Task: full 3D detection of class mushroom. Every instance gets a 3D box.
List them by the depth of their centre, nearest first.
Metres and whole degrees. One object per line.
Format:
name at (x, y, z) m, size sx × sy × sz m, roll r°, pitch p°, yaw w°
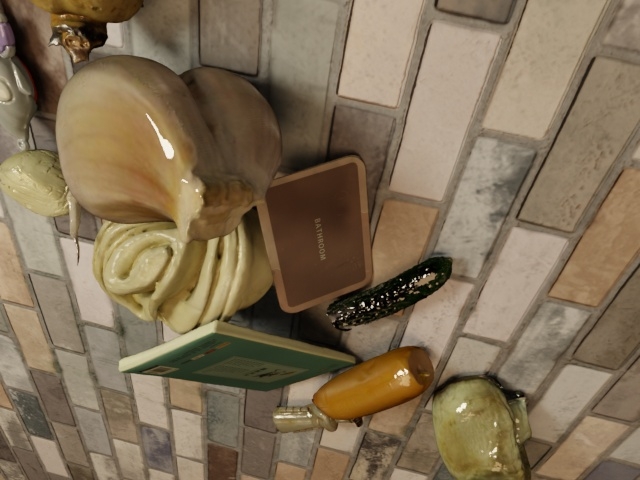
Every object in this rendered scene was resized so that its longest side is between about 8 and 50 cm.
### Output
mushroom at (0.321, 0.411, 1.021) m, size 0.189 × 0.164 × 0.267 m, roll -4°, pitch 127°, yaw 17°

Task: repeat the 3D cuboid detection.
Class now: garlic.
garlic at (-0.210, -0.120, 0.695) m, size 0.340 × 0.231 × 0.246 m, roll -9°, pitch 100°, yaw 40°

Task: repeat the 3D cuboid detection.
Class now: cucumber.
cucumber at (0.125, 0.094, 0.881) m, size 0.245 × 0.067 × 0.067 m, roll -26°, pitch 118°, yaw 30°

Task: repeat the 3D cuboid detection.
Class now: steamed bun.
steamed bun at (-0.225, 0.045, 0.842) m, size 0.289 × 0.203 × 0.276 m, roll 24°, pitch 131°, yaw -6°
steamed bun at (-0.458, -0.103, 0.854) m, size 0.112 × 0.091 × 0.130 m, roll -13°, pitch 139°, yaw 36°

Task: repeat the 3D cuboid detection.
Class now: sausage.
sausage at (0.084, 0.303, 1.037) m, size 0.112 × 0.112 × 0.328 m, roll 41°, pitch 130°, yaw -18°

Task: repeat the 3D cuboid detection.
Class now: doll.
doll at (-0.472, -0.244, 0.761) m, size 0.102 × 0.075 × 0.228 m, roll 16°, pitch 121°, yaw 24°

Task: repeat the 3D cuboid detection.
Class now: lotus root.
lotus root at (-0.270, -0.345, 0.581) m, size 0.154 × 0.140 × 0.257 m, roll 4°, pitch 128°, yaw -26°

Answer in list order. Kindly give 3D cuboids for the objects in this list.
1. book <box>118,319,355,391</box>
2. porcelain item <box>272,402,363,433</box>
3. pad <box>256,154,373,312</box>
book at (-0.142, 0.234, 0.973) m, size 0.264 × 0.031 × 0.379 m, roll -24°, pitch 148°, yaw 31°
porcelain item at (-0.004, 0.404, 1.173) m, size 0.213 × 0.054 × 0.084 m, roll -14°, pitch 126°, yaw 26°
pad at (0.000, 0.000, 0.812) m, size 0.176 × 0.002 × 0.266 m, roll -19°, pitch 129°, yaw -13°
